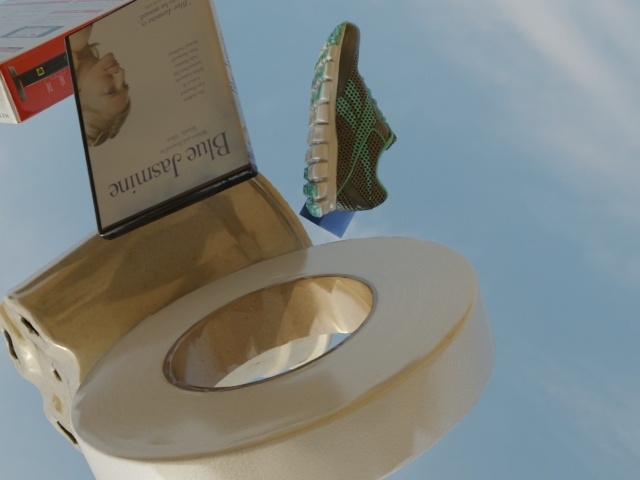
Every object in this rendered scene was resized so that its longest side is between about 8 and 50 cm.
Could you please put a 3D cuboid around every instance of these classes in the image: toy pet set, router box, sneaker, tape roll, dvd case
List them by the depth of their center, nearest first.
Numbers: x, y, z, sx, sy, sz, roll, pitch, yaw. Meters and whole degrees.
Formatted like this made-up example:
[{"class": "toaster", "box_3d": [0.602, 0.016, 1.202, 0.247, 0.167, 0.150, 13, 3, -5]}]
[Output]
[{"class": "sneaker", "box_3d": [0.029, -0.101, 0.753, 0.076, 0.065, 0.167, 4, -89, -12]}, {"class": "tape roll", "box_3d": [-0.036, 0.110, 0.817, 0.391, 0.392, 0.072, -24, -70, -15]}, {"class": "dvd case", "box_3d": [-0.173, -0.145, 0.919, 0.180, 0.022, 0.253, -22, -113, 15]}, {"class": "toy pet set", "box_3d": [0.000, 0.000, 1.101, 0.122, 0.065, 0.114, 30, -88, 4]}, {"class": "router box", "box_3d": [-0.443, -0.275, 1.288, 0.335, 0.082, 0.301, 9, -145, 35]}]

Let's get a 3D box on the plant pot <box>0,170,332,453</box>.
[{"class": "plant pot", "box_3d": [-0.206, 0.091, 1.089, 0.305, 0.334, 0.334, -32, -111, -33]}]
